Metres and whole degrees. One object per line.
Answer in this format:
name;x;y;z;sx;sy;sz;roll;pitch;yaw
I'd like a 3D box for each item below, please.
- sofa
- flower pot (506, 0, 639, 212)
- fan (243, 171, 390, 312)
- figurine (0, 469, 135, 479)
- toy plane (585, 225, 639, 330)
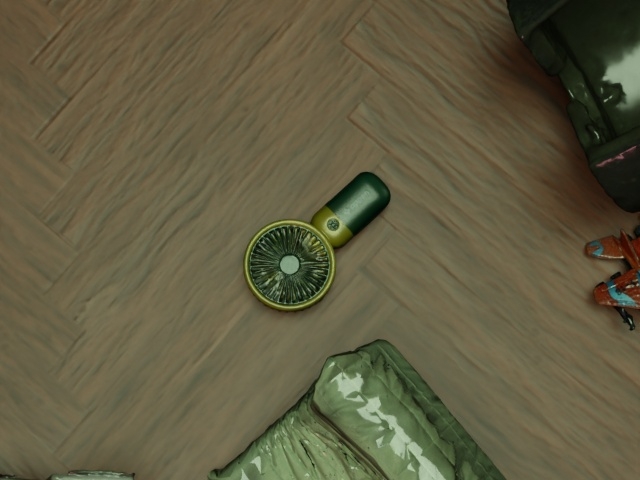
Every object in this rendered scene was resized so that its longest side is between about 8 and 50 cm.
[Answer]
sofa;0.034;0.207;1.373;0.176;0.225;0.210;-38;87;-9
flower pot;0.318;-0.174;1.408;0.251;0.379;0.379;-31;83;16
fan;0.000;0.000;1.493;0.155;0.039;0.082;-41;84;-7
figurine;-0.229;0.331;1.390;0.308;0.143;0.308;-6;81;43
toy plane;0.320;0.053;1.473;0.130;0.061;0.189;-32;70;-6
